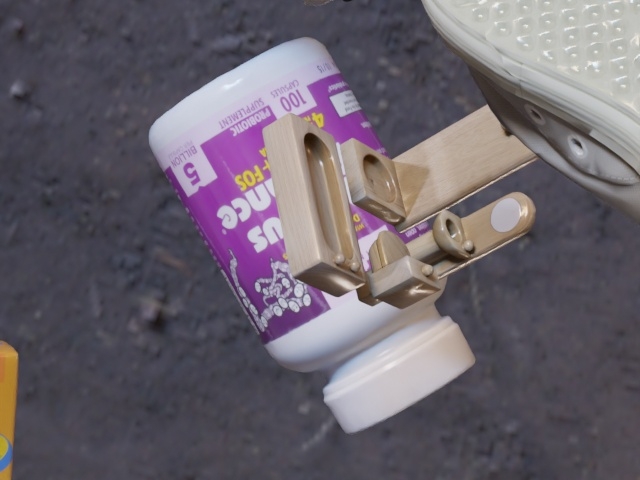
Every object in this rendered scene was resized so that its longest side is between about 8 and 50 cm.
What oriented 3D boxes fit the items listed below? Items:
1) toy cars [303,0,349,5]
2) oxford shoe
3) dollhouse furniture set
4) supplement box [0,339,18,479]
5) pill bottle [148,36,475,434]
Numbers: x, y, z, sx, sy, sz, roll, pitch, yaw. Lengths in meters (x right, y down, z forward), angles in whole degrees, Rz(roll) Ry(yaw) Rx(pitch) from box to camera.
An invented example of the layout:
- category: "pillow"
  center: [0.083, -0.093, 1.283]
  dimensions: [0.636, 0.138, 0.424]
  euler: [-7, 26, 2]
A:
- category: "toy cars"
  center: [0.155, -0.228, 1.506]
  dimensions: [0.393, 0.087, 0.176]
  euler: [14, 108, -5]
- category: "oxford shoe"
  center: [0.226, -0.040, 0.947]
  dimensions: [0.449, 0.169, 0.130]
  euler: [41, 170, 35]
- category: "dollhouse furniture set"
  center: [0.062, -0.040, 1.246]
  dimensions: [0.123, 0.144, 0.151]
  euler: [-29, 146, 27]
- category: "supplement box"
  center: [-0.288, 0.196, 1.500]
  dimensions: [0.078, 0.233, 0.080]
  euler: [3, -179, -19]
- category: "pill bottle"
  center: [0.000, 0.000, 1.556]
  dimensions: [0.169, 0.169, 0.301]
  euler: [-31, 89, 37]
